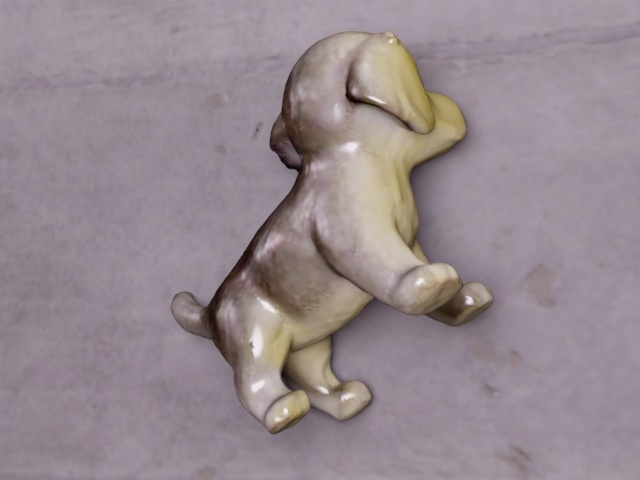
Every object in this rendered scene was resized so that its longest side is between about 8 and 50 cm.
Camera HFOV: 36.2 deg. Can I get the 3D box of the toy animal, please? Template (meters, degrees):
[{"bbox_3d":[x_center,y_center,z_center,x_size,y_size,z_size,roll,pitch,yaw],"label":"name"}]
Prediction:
[{"bbox_3d":[0.014,0.001,0.575,0.168,0.121,0.233,44,111,26],"label":"toy animal"}]
